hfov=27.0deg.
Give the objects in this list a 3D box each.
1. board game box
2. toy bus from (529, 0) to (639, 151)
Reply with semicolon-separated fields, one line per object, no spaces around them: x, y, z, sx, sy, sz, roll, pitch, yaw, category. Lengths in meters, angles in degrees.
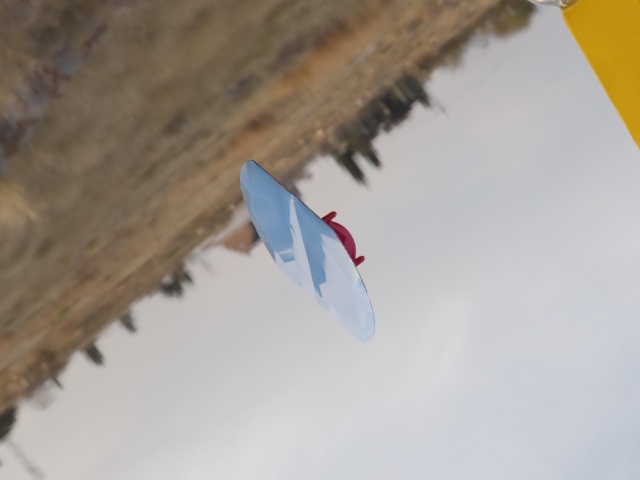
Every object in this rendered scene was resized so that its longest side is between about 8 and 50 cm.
0.000;0.000;1.040;0.033;0.168;0.133;-35;141;-19;board game box
0.209;-0.059;0.580;0.108;0.333;0.130;-12;160;-45;toy bus
